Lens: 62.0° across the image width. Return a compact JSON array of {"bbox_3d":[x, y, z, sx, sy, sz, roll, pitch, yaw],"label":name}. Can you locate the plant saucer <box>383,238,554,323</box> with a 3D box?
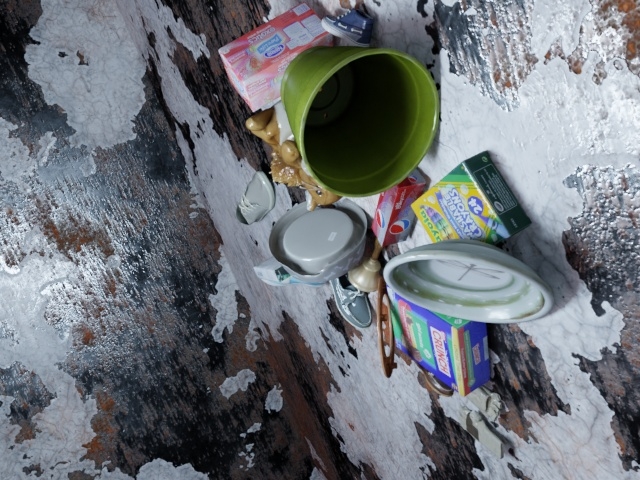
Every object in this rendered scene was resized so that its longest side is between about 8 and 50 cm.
[{"bbox_3d":[0.360,0.087,1.303,0.400,0.100,0.400,15,157,7],"label":"plant saucer"}]

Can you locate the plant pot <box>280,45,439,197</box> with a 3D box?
[{"bbox_3d":[0.057,-0.354,1.396,0.353,0.366,0.366,-127,23,-50],"label":"plant pot"}]

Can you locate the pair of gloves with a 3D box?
[{"bbox_3d":[0.508,0.551,1.698,0.204,0.042,0.240,23,129,63],"label":"pair of gloves"}]

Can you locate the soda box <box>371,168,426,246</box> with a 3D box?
[{"bbox_3d":[0.223,-0.099,1.556,0.263,0.092,0.083,98,154,-51],"label":"soda box"}]

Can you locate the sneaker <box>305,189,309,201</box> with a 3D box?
[{"bbox_3d":[-0.017,-0.172,2.023,0.191,0.071,0.083,-3,105,64],"label":"sneaker"}]

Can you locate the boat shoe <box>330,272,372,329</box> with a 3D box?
[{"bbox_3d":[0.113,0.195,2.066,0.319,0.116,0.099,64,161,13],"label":"boat shoe"}]

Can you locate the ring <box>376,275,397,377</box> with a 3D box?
[{"bbox_3d":[0.229,0.286,1.778,0.336,0.032,0.336,-4,-90,-76],"label":"ring"}]

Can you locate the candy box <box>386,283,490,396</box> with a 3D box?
[{"bbox_3d":[0.358,0.279,1.634,0.317,0.122,0.268,30,140,51],"label":"candy box"}]

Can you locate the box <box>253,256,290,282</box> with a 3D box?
[{"bbox_3d":[-0.079,0.058,2.064,0.232,0.322,0.058,2,120,64],"label":"box"}]

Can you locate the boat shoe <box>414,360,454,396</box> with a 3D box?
[{"bbox_3d":[0.379,0.428,1.780,0.207,0.073,0.073,50,140,49],"label":"boat shoe"}]

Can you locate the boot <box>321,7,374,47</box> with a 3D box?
[{"bbox_3d":[0.077,-0.590,1.433,0.190,0.069,0.086,45,136,32],"label":"boot"}]

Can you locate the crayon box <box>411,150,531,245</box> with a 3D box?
[{"bbox_3d":[0.355,-0.059,1.351,0.203,0.083,0.323,60,157,8],"label":"crayon box"}]

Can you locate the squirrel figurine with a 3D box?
[{"bbox_3d":[-0.044,-0.294,1.796,0.370,0.281,0.397,56,171,-8],"label":"squirrel figurine"}]

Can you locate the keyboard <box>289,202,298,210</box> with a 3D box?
[{"bbox_3d":[-0.129,-0.096,2.393,0.072,0.014,0.256,62,156,4],"label":"keyboard"}]

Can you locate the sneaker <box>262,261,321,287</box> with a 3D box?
[{"bbox_3d":[-0.081,0.114,2.195,0.208,0.319,0.127,-34,57,58],"label":"sneaker"}]

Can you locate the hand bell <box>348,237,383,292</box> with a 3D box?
[{"bbox_3d":[0.186,0.051,1.820,0.126,0.126,0.242,48,139,32],"label":"hand bell"}]

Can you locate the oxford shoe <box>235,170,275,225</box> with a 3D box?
[{"bbox_3d":[-0.324,-0.186,2.566,0.169,0.130,0.449,61,155,10],"label":"oxford shoe"}]

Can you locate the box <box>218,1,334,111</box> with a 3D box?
[{"bbox_3d":[-0.120,-0.535,1.558,0.154,0.300,0.142,53,170,23],"label":"box"}]

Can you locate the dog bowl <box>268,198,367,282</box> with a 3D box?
[{"bbox_3d":[0.000,0.000,1.846,0.349,0.349,0.102,40,160,43],"label":"dog bowl"}]
